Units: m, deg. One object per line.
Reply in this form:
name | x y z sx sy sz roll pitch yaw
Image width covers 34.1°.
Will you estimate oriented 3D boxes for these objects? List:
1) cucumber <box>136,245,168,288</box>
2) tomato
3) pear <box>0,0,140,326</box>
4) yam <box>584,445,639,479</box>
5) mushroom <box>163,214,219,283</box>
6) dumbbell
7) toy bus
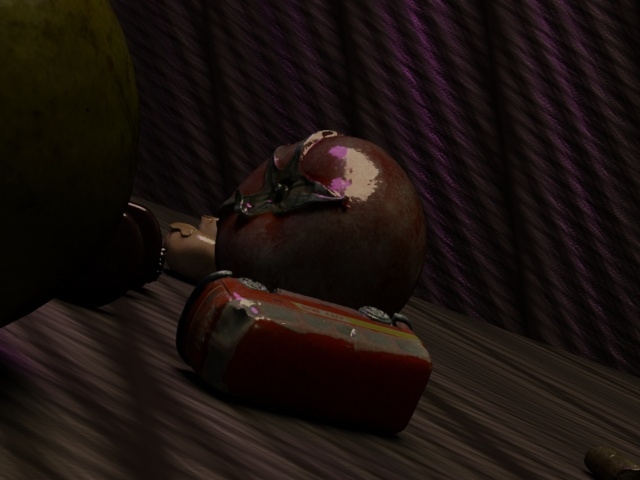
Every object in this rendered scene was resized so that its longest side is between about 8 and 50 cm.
cucumber | -0.371 -0.003 1.490 0.303 0.072 0.081 18 3 -8
tomato | 0.000 0.000 1.504 0.282 0.317 0.316 46 -13 -33
pear | -0.307 -0.080 0.771 0.352 0.352 0.413 20 7 27
yam | 0.354 0.275 1.248 0.043 0.043 0.094 18 4 -13
mushroom | -0.199 0.015 1.819 0.154 0.122 0.154 21 -4 2
dumbbell | -0.282 0.008 1.333 0.140 0.124 0.225 18 3 -4
toy bus | -0.013 0.121 1.088 0.265 0.121 0.120 18 12 -27
